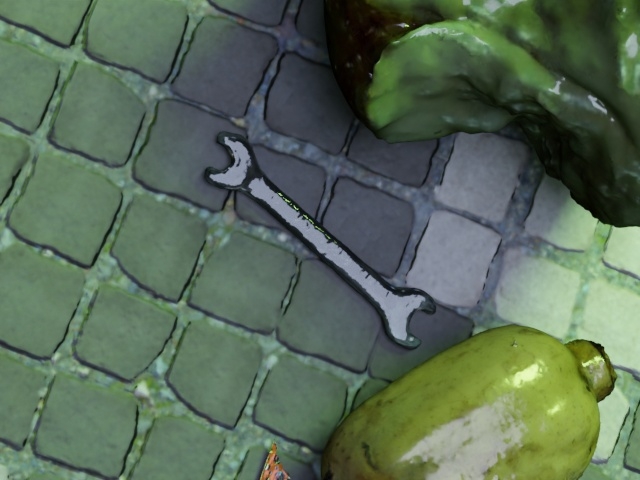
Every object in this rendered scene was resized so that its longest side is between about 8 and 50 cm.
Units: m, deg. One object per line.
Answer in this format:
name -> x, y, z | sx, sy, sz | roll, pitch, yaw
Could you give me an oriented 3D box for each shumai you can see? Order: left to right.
shumai -> 0.164, -0.213, 1.627 | 0.323, 0.324, 0.397 | 4, 81, 0

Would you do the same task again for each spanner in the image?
spanner -> 0.000, 0.000, 1.708 | 0.254, 0.015, 0.054 | 41, 81, -8

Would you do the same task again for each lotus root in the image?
lotus root -> 0.129, 0.171, 1.665 | 0.284, 0.146, 0.160 | -30, 112, -16

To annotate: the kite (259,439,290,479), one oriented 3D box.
kite -> -0.041, 0.296, 1.685 | 0.125, 0.008, 0.222 | -28, 94, -13
